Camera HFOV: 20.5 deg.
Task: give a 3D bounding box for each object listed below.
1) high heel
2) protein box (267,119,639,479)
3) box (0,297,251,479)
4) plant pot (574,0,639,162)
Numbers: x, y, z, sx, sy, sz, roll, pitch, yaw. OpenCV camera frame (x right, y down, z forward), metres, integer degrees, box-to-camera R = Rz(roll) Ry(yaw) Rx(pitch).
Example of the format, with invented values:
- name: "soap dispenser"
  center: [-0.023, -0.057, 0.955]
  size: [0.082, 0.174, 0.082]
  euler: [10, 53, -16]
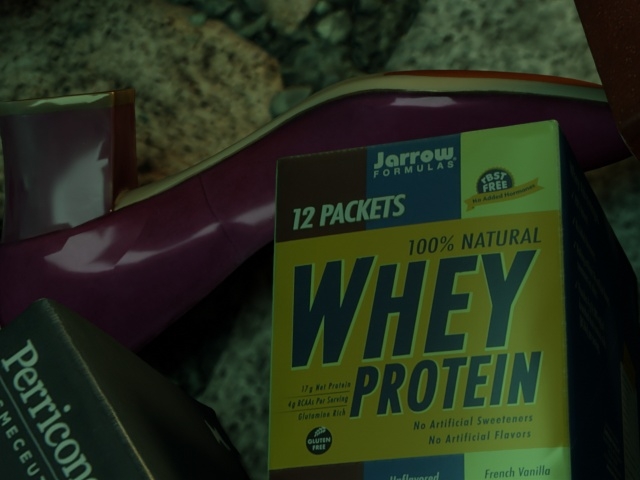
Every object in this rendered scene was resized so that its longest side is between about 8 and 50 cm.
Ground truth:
- name: "high heel"
  center: [0.000, 0.000, 0.987]
  size: [0.377, 0.127, 0.181]
  euler: [-2, 97, 16]
- name: "protein box"
  center: [0.073, 0.081, 0.844]
  size: [0.136, 0.200, 0.201]
  euler: [-7, 66, 18]
- name: "box"
  center: [-0.176, 0.279, 0.854]
  size: [0.395, 0.212, 0.293]
  euler: [-38, 60, 3]
- name: "plant pot"
  center: [0.260, -0.122, 0.813]
  size: [0.236, 0.267, 0.267]
  euler: [-34, 44, 25]
